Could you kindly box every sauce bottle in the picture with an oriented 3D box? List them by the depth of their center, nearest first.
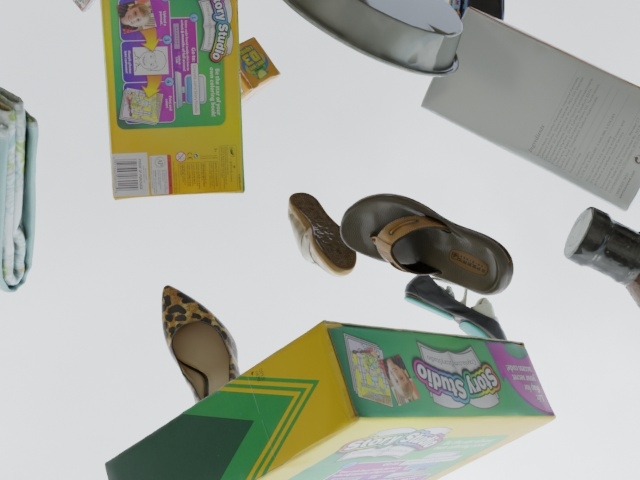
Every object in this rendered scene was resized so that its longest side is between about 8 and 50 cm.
[{"bbox_3d":[0.457,0.066,1.254,0.344,0.111,0.111,24,-131,-3],"label":"sauce bottle"}]

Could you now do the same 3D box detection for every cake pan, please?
[{"bbox_3d":[0.066,-0.319,1.382,0.293,0.054,0.293,23,-151,-14],"label":"cake pan"}]

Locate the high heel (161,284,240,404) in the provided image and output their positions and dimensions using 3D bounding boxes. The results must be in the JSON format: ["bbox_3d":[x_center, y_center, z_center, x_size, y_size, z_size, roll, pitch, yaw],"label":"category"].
[{"bbox_3d":[-0.172,0.167,1.514,0.093,0.186,0.261,-30,-100,-2],"label":"high heel"}]

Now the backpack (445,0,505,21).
[{"bbox_3d":[0.263,-0.383,1.897,0.117,0.173,0.158,8,-105,-9],"label":"backpack"}]

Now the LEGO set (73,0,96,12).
[{"bbox_3d":[-0.331,-0.441,1.434,0.182,0.244,0.060,50,-122,-10],"label":"LEGO set"}]

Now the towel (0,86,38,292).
[{"bbox_3d":[-0.619,-0.125,1.770,0.321,0.374,0.090,29,-144,19],"label":"towel"}]

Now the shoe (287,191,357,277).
[{"bbox_3d":[0.000,0.000,1.777,0.077,0.058,0.219,-1,-144,-25],"label":"shoe"}]

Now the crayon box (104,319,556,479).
[{"bbox_3d":[0.020,0.206,1.096,0.363,0.313,0.106,11,-130,-51],"label":"crayon box"}]

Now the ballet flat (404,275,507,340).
[{"bbox_3d":[0.233,0.111,1.697,0.203,0.074,0.074,30,-131,-3],"label":"ballet flat"}]

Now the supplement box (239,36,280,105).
[{"bbox_3d":[-0.168,-0.224,1.644,0.078,0.233,0.080,-38,-82,-45],"label":"supplement box"}]

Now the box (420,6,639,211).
[{"bbox_3d":[0.362,-0.200,1.603,0.345,0.168,0.215,30,-164,17],"label":"box"}]

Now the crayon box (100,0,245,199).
[{"bbox_3d":[-0.184,-0.195,1.309,0.165,0.278,0.081,-3,-167,-11],"label":"crayon box"}]

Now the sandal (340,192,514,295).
[{"bbox_3d":[0.112,0.011,1.198,0.219,0.090,0.060,26,-148,27],"label":"sandal"}]
